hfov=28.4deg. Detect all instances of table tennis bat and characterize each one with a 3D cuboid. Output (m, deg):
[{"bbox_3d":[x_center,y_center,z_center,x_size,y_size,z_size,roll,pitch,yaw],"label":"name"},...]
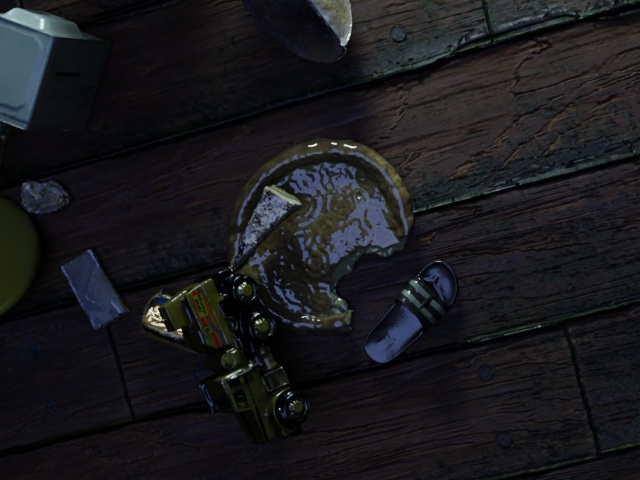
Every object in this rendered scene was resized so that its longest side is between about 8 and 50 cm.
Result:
[{"bbox_3d":[-0.598,0.016,1.910,0.369,0.054,0.224,12,66,11],"label":"table tennis bat"}]

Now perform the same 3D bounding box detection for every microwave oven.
[{"bbox_3d":[-0.407,-0.243,1.801,0.123,0.208,0.162,20,100,10],"label":"microwave oven"}]

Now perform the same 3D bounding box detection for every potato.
[{"bbox_3d":[-0.047,-0.370,1.787,0.261,0.100,0.120,52,142,-11],"label":"potato"}]

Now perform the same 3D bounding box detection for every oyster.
[{"bbox_3d":[-0.415,-0.066,1.919,0.083,0.019,0.054,3,95,14],"label":"oyster"}]

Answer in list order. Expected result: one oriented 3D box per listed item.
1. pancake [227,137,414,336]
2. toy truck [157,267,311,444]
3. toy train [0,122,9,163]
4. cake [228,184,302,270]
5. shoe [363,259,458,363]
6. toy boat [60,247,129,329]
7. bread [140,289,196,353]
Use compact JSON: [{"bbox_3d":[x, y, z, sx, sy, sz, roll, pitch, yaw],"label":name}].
[{"bbox_3d":[0.000,0.000,1.829,0.288,0.033,0.286,-16,91,13],"label":"pancake"},{"bbox_3d":[-0.120,0.173,1.799,0.127,0.127,0.257,-31,97,-30],"label":"toy truck"},{"bbox_3d":[-0.525,-0.125,1.849,0.081,0.194,0.125,20,106,6],"label":"toy train"},{"bbox_3d":[-0.091,-0.019,1.804,0.055,0.051,0.140,44,102,6],"label":"cake"},{"bbox_3d":[0.129,0.107,1.803,0.071,0.049,0.179,43,102,4],"label":"shoe"},{"bbox_3d":[-0.342,0.074,1.918,0.063,0.016,0.115,-29,88,14],"label":"toy boat"},{"bbox_3d":[-0.213,0.123,1.879,0.106,0.053,0.072,21,76,7],"label":"bread"}]
